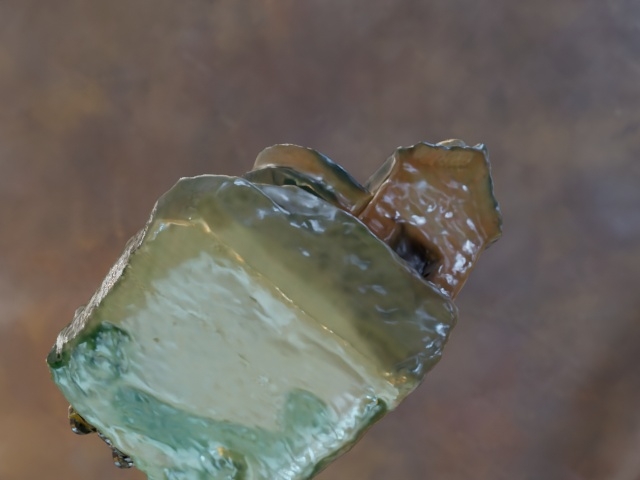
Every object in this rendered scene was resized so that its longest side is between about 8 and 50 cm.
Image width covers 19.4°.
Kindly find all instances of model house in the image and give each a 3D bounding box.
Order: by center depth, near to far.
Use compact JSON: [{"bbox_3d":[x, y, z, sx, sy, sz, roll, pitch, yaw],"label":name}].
[{"bbox_3d":[0.000,0.000,1.297,0.325,0.194,0.267,-51,2,-41],"label":"model house"}]

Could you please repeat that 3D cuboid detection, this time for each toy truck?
[{"bbox_3d":[-0.162,0.142,1.520,0.049,0.083,0.054,-17,41,40],"label":"toy truck"}]
